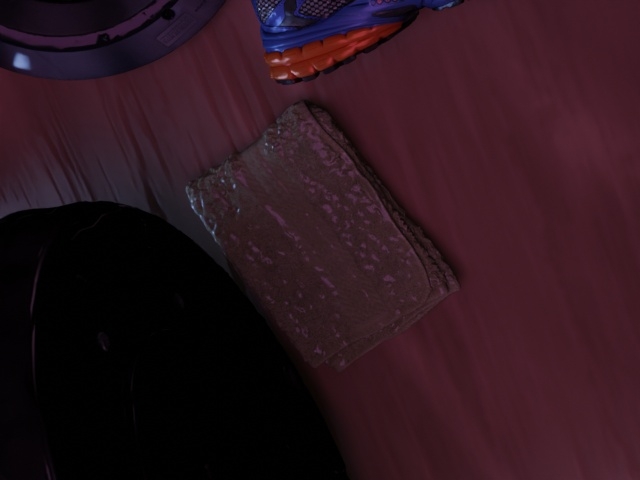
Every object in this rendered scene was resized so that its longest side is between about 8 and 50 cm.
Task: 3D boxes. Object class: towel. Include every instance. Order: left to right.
[{"bbox_3d":[0.000,0.000,0.926,0.110,0.027,0.148,-34,101,23],"label":"towel"}]

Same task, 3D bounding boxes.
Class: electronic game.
[{"bbox_3d":[-0.144,-0.200,0.867,0.229,0.048,0.229,2,111,5],"label":"electronic game"}]

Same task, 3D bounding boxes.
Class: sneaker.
[{"bbox_3d":[0.052,-0.160,0.824,0.221,0.083,0.087,-26,98,18],"label":"sneaker"}]

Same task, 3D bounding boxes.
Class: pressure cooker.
[{"bbox_3d":[-0.212,0.215,0.873,0.420,0.375,0.370,-26,103,17],"label":"pressure cooker"}]
